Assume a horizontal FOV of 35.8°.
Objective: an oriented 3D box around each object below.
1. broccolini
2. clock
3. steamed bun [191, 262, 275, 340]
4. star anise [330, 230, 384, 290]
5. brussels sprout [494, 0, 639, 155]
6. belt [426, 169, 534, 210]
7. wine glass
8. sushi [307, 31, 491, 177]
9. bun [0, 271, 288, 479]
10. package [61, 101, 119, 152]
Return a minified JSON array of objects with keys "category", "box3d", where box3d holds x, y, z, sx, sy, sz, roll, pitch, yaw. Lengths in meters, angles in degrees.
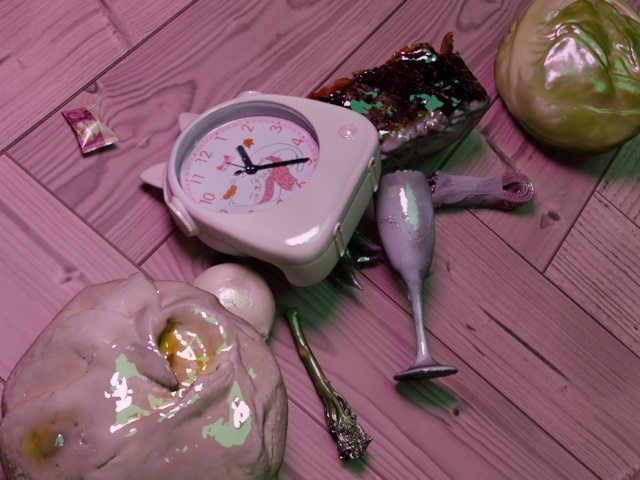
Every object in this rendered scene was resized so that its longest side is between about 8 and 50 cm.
[{"category":"broccolini","box3d":[0.006,0.202,1.416,0.051,0.054,0.239,13,47,-62]},{"category":"clock","box3d":[-0.091,-0.092,1.432,0.324,0.109,0.265,18,61,21]},{"category":"steamed bun","box3d":[-0.119,0.085,1.389,0.130,0.091,0.112,23,54,-13]},{"category":"star anise","box3d":[0.000,0.000,1.511,0.204,0.061,0.181,5,54,-27]},{"category":"brussels sprout","box3d":[0.482,-0.306,1.807,0.328,0.247,0.328,11,62,-22]},{"category":"belt","box3d":[0.259,-0.085,1.691,0.232,0.053,0.071,-3,72,-27]},{"category":"wine glass","box3d":[0.130,0.031,1.413,0.096,0.264,0.310,-7,76,5]},{"category":"sushi","box3d":[0.132,-0.217,1.616,0.343,0.196,0.182,-28,85,-34]},{"category":"bun","box3d":[-0.200,0.206,1.202,0.365,0.219,0.365,9,60,-15]},{"category":"package","box3d":[-0.340,-0.169,1.463,0.059,0.029,0.083,-23,64,-26]}]
